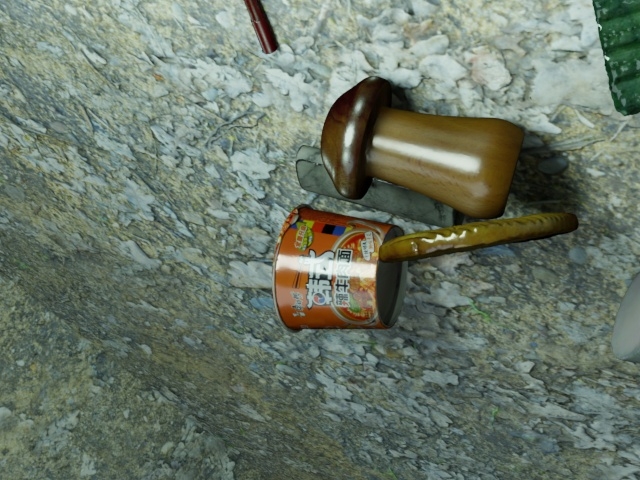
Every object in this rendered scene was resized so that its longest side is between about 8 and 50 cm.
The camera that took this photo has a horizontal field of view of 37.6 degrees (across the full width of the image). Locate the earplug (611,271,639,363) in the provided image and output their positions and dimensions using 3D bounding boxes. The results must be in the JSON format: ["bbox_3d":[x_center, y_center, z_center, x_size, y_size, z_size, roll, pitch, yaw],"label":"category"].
[{"bbox_3d":[0.644,0.166,1.506,0.301,0.172,0.172,22,151,-4],"label":"earplug"}]

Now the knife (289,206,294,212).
[{"bbox_3d":[0.000,0.000,1.918,0.030,0.014,0.207,-3,139,43],"label":"knife"}]

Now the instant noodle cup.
[{"bbox_3d":[0.046,0.058,1.761,0.192,0.250,0.250,4,143,22],"label":"instant noodle cup"}]

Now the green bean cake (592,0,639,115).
[{"bbox_3d":[0.372,-0.265,1.080,0.107,0.193,0.208,-14,108,26],"label":"green bean cake"}]

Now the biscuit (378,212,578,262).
[{"bbox_3d":[0.245,-0.005,1.480,0.318,0.040,0.318,-10,176,-1],"label":"biscuit"}]

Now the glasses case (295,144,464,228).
[{"bbox_3d":[0.104,-0.091,1.640,0.299,0.060,0.114,16,153,21],"label":"glasses case"}]

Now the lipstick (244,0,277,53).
[{"bbox_3d":[-0.104,-0.362,1.436,0.027,0.027,0.176,11,144,28],"label":"lipstick"}]

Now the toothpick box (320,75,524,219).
[{"bbox_3d":[0.148,-0.135,1.421,0.294,0.192,0.192,14,148,11],"label":"toothpick box"}]
